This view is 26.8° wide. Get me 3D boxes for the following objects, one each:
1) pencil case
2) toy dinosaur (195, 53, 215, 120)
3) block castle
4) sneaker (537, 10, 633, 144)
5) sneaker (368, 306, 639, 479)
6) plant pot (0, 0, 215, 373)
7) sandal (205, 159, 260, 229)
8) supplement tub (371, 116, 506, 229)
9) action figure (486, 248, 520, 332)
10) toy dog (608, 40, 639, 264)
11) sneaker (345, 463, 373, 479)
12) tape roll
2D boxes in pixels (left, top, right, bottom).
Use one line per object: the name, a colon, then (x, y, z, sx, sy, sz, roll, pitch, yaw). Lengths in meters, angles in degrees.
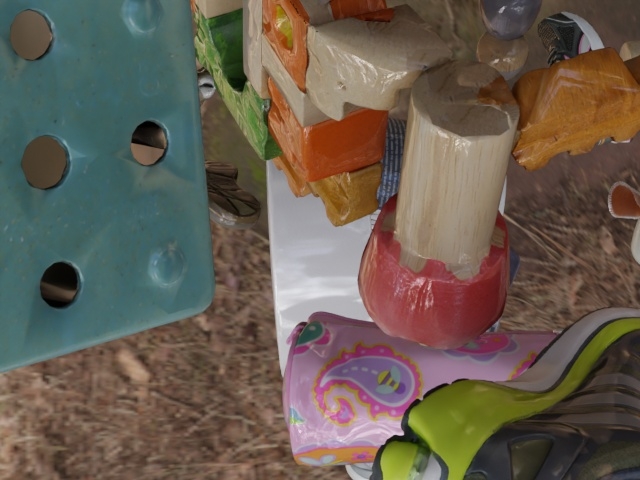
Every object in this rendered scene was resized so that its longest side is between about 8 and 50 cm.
pencil case: (0.114, 0.115, 0.999, 0.284, 0.124, 0.124, 1, 83, 5)
toy dinosaur: (-0.242, -0.128, 1.388, 0.314, 0.121, 0.160, 5, 67, 14)
block castle: (0.076, -0.162, 0.848, 0.303, 0.212, 0.453, -19, 55, -18)
sneaker: (0.283, -0.181, 1.504, 0.077, 0.072, 0.178, -16, 60, -17)
sneaker: (0.150, 0.121, 0.710, 0.121, 0.300, 0.111, 27, 118, 32)
plant pot: (-0.147, -0.033, 0.429, 0.234, 0.166, 0.165, 10, 109, 46)
sandal: (-0.128, -0.049, 1.570, 0.219, 0.090, 0.060, 45, 127, 57)
supplement tub: (0.086, -0.066, 1.746, 0.272, 0.191, 0.191, 8, 85, -10)
action figure: (0.140, 0.040, 1.546, 0.185, 0.285, 0.099, 28, 87, 0)
toy dog: (0.473, -0.102, 1.744, 0.220, 0.161, 0.333, -18, 115, 11)
sneaker: (0.119, 0.211, 1.498, 0.229, 0.086, 0.132, -6, 118, 25)
tape roll: (0.000, 0.000, 1.403, 0.100, 0.286, 0.286, -3, 82, 1)
